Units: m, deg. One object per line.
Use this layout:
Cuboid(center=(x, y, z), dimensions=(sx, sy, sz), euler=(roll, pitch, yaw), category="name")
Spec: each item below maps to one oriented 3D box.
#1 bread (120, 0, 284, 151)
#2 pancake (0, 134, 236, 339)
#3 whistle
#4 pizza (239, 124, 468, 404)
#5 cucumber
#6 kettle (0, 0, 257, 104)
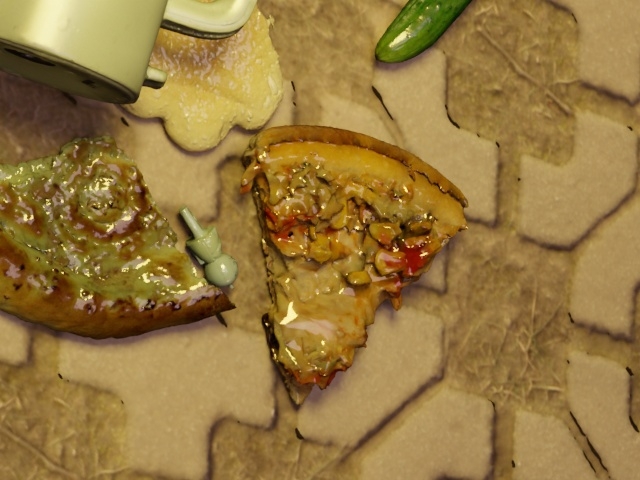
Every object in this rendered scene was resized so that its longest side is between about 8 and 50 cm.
Cuboid(center=(-0.134, -0.210, 1.705), dimensions=(0.182, 0.039, 0.250), euler=(-20, 105, -26), category="bread")
Cuboid(center=(-0.238, -0.011, 1.662), dimensions=(0.377, 0.054, 0.197), euler=(23, 83, -29), category="pancake")
Cuboid(center=(-0.113, 0.008, 1.741), dimensions=(0.035, 0.035, 0.100), euler=(-38, 110, -20), category="whistle")
Cuboid(center=(0.000, 0.000, 1.782), dimensions=(0.251, 0.074, 0.287), euler=(41, 74, -23), category="pizza")
Cuboid(center=(0.144, -0.274, 1.839), dimensions=(0.056, 0.056, 0.250), euler=(45, 77, -24), category="cucumber")
Cuboid(center=(-0.187, -0.294, 1.559), dimensions=(0.265, 0.205, 0.318), euler=(16, 83, 12), category="kettle")
